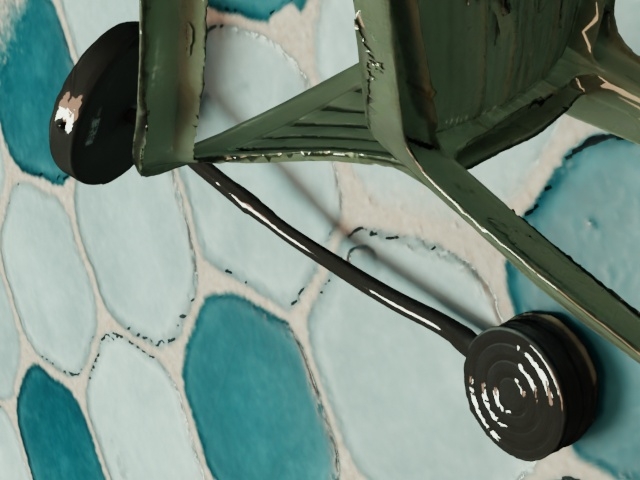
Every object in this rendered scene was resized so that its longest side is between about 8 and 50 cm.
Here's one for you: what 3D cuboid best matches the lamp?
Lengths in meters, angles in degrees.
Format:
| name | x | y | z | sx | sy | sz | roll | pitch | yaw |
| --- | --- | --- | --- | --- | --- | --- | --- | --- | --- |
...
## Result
| name | x | y | z | sx | sy | sz | roll | pitch | yaw |
| --- | --- | --- | --- | --- | --- | --- | --- | --- | --- |
| lamp | -0.030 | 0.006 | 0.571 | 0.371 | 0.108 | 0.130 | 46 | 132 | 30 |

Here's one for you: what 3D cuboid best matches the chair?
| name | x | y | z | sx | sy | sz | roll | pitch | yaw |
| --- | --- | --- | --- | --- | --- | --- | --- | --- | --- |
| chair | 0.064 | -0.070 | 0.371 | 0.274 | 0.203 | 0.190 | 31 | 135 | 34 |
